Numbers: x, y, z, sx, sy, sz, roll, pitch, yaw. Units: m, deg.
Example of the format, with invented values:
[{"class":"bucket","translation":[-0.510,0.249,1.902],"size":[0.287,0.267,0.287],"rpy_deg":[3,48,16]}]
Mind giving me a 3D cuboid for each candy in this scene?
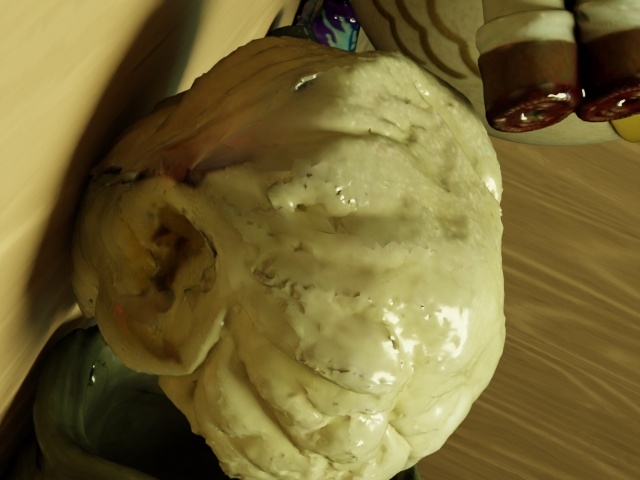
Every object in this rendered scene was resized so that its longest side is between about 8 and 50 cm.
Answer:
[{"class":"candy","translation":[0.002,-0.208,1.402],"size":[0.275,0.070,0.145],"rpy_deg":[111,-4,-46]}]

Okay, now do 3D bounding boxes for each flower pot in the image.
[{"class":"flower pot","translation":[-0.080,0.200,0.919],"size":[0.302,0.302,0.213],"rpy_deg":[-62,174,-62]}]

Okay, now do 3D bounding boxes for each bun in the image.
[{"class":"bun","translation":[-0.024,0.006,0.765],"size":[0.205,0.281,0.281],"rpy_deg":[16,101,-56]}]

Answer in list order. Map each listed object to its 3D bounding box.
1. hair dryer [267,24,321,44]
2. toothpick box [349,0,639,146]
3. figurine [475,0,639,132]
[{"class":"hair dryer","translation":[-0.044,-0.081,1.275],"size":[0.219,0.075,0.195],"rpy_deg":[152,-65,-66]},{"class":"toothpick box","translation":[0.251,-0.291,1.078],"size":[0.425,0.409,0.409],"rpy_deg":[-21,-142,55]},{"class":"figurine","translation":[0.116,-0.248,0.783],"size":[0.167,0.281,0.370],"rpy_deg":[96,-14,-76]}]
